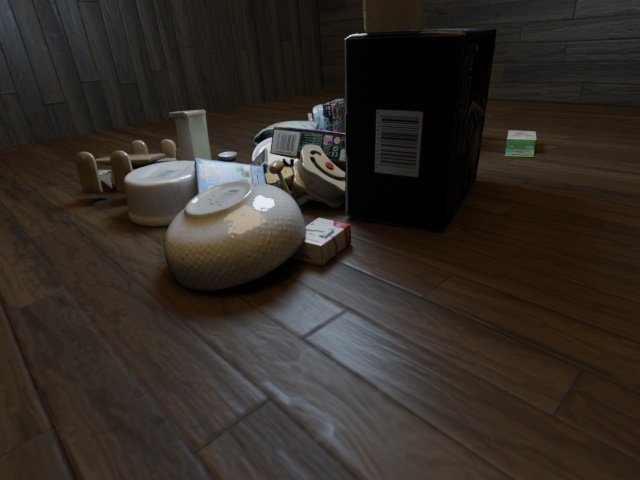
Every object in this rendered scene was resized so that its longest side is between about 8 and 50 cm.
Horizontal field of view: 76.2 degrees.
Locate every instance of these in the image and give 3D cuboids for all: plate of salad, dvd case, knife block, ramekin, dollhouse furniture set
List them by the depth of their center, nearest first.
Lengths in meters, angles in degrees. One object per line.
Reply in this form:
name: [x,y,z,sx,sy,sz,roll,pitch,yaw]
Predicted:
ramekin: [-0.483,-0.160,1.310,0.278,0.135,0.277,-4,26,2]
knife block: [-0.166,-0.212,1.423,0.242,0.088,0.276,12,31,31]
dvd case: [-0.246,-0.241,1.455,0.164,0.018,0.221,-45,24,14]
dollhouse furniture set: [-0.631,-0.343,1.524,0.395,0.256,0.362,0,20,7]
plate of salad: [-0.181,-0.347,1.681,0.200,0.048,0.199,-3,60,6]

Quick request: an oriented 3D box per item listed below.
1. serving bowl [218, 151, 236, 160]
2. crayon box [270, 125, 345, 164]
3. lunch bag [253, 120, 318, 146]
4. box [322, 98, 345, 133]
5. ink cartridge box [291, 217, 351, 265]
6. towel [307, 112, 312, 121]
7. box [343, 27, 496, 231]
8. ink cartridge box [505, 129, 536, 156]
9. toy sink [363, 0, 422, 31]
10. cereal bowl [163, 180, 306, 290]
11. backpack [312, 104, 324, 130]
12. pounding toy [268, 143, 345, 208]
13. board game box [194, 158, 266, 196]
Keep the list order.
serving bowl: [-0.425,-0.383,1.873,0.084,0.027,0.083,-3,26,1]
crayon box: [0.060,-0.319,1.467,0.363,0.105,0.313,14,10,26]
lunch bag: [-0.153,-0.453,1.833,0.263,0.159,0.223,5,28,6]
box: [0.068,-0.485,1.777,0.044,0.232,0.159,8,29,25]
ink cartridge box: [0.000,0.000,1.003,0.099,0.056,0.135,13,31,30]
towel: [-0.049,-0.540,2.008,0.030,0.144,0.197,0,26,-3]
box: [0.296,-0.347,1.190,0.298,0.479,0.472,11,31,25]
ink cartridge box: [0.833,-0.405,1.699,0.109,0.062,0.209,9,29,23]
toy sink: [0.164,-0.575,0.956,0.131,0.152,0.234,1,28,8]
cereal bowl: [-0.213,-0.042,0.955,0.340,0.141,0.338,-13,31,8]
backpack: [0.020,-0.592,2.059,0.115,0.181,0.152,-4,27,-1]
pounding toy: [-0.024,-0.191,1.289,0.270,0.154,0.154,29,40,-7]
board game box: [-0.270,-0.168,1.247,0.212,0.039,0.160,3,58,-28]
